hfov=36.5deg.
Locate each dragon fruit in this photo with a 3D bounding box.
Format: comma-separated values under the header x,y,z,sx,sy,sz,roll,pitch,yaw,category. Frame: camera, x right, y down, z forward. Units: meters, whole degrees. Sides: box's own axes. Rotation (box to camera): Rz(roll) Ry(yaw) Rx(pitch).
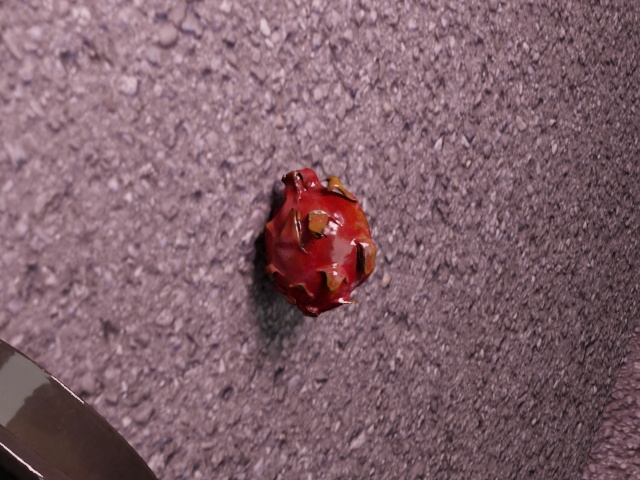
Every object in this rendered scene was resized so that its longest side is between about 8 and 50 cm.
x,y,z,sx,sy,sz,roll,pitch,yaw,category
0.000,0.000,1.098,0.133,0.136,0.166,-12,89,-44,dragon fruit

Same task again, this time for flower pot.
x,y,z,sx,sy,sz,roll,pitch,yaw,category
-0.253,0.186,0.714,0.166,0.269,0.269,-48,140,-4,flower pot
